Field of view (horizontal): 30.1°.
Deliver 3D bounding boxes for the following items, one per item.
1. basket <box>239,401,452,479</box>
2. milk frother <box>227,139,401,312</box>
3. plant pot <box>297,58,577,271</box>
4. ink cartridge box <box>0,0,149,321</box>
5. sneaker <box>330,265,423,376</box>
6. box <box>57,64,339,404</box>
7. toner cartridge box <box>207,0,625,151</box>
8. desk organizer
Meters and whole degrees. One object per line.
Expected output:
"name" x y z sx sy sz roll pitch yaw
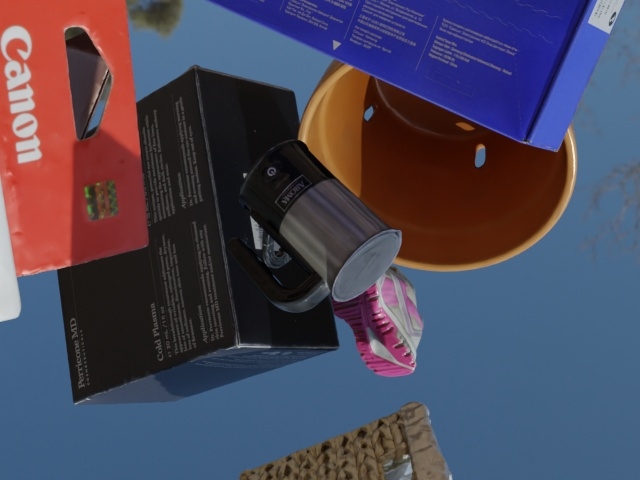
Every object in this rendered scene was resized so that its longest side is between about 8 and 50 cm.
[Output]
"basket" 0.075 0.434 1.440 0.266 0.331 0.328 -20 -162 4
"milk frother" 0.000 0.000 1.106 0.135 0.129 0.143 45 -164 25
"plant pot" 0.134 -0.141 1.303 0.290 0.291 0.203 9 -140 5
"ink cartridge box" -0.222 -0.079 0.759 0.238 0.275 0.060 -14 -152 -25
"sneaker" 0.075 0.078 1.758 0.103 0.252 0.111 -9 -148 31
"box" -0.171 0.007 1.494 0.179 0.312 0.343 7 -111 -48
"toner cartridge box" 0.055 -0.211 0.917 0.347 0.165 0.075 29 -168 26
"desk organizer" -0.227 -0.123 1.049 0.050 0.130 0.047 14 -148 -24
